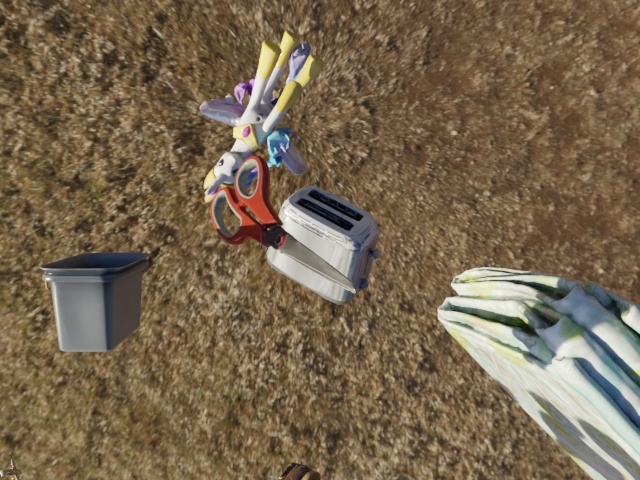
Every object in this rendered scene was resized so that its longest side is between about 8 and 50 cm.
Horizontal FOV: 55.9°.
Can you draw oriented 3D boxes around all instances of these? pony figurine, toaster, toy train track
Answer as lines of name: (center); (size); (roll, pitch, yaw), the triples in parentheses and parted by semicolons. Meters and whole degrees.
pony figurine: (-0.132, -0.275, 1.347); (0.302, 0.351, 0.363); (32, 117, -5)
toaster: (0.000, 0.000, 1.106); (0.227, 0.129, 0.146); (29, 127, 16)
toy train track: (-0.557, 0.417, 1.078); (0.014, 0.083, 0.048); (-22, 74, -13)

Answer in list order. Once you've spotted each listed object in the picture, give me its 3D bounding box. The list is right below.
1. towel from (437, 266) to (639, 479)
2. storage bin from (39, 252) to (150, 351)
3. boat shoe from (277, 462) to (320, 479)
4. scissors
towel: (0.288, 0.173, 0.559); (0.090, 0.320, 0.374); (-45, 93, -4)
storage bin: (-0.247, 0.065, 0.660); (0.098, 0.135, 0.091); (0, 95, -1)
boat shoe: (-0.082, 0.515, 1.143); (0.073, 0.207, 0.073); (11, 129, 35)
scissors: (-0.055, 0.003, 0.679); (0.021, 0.297, 0.109); (26, 108, -42)
